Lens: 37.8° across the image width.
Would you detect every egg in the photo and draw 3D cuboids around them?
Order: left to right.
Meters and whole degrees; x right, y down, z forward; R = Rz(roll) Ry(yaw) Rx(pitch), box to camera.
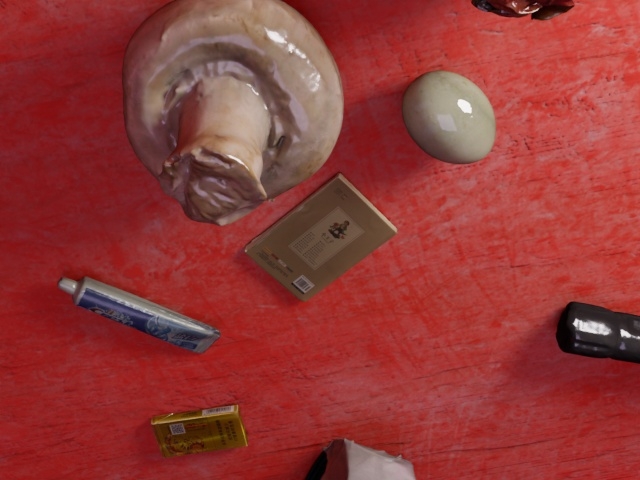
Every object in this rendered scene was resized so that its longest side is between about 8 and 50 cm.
[{"bbox_3d":[0.178,-0.166,1.282,0.152,0.114,0.114,36,115,-27],"label":"egg"}]

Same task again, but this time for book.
[{"bbox_3d":[0.000,0.000,1.441,0.199,0.016,0.138,-37,116,20],"label":"book"}]

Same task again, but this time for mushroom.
[{"bbox_3d":[-0.113,-0.159,1.175,0.297,0.290,0.297,-1,123,-1],"label":"mushroom"}]

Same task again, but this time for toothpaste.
[{"bbox_3d":[-0.291,0.117,1.494,0.268,0.047,0.069,24,106,-20],"label":"toothpaste"}]

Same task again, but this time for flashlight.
[{"bbox_3d":[0.588,0.171,1.521,0.424,0.103,0.103,11,121,-7],"label":"flashlight"}]

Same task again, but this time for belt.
[{"bbox_3d":[0.030,0.562,1.588,0.173,0.300,0.436,18,81,-15],"label":"belt"}]

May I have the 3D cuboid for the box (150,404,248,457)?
[{"bbox_3d":[-0.212,0.336,1.645,0.156,0.022,0.089,-10,121,5],"label":"box"}]

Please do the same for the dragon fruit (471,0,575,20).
[{"bbox_3d":[0.282,-0.403,1.065,0.250,0.315,0.250,13,162,4],"label":"dragon fruit"}]
